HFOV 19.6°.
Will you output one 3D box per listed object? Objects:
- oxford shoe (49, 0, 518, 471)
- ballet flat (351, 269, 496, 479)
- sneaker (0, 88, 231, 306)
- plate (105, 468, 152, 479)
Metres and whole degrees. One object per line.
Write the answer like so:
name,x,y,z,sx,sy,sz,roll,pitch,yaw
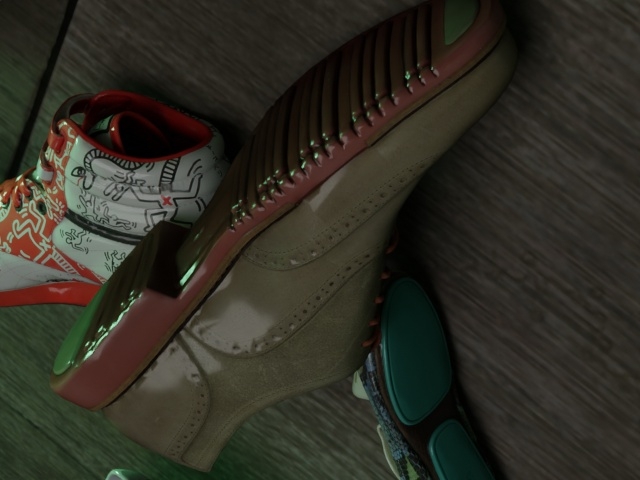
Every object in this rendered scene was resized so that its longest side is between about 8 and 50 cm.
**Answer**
oxford shoe,0.000,0.000,1.040,0.130,0.123,0.348,39,120,-16
ballet flat,0.052,0.103,1.126,0.070,0.070,0.188,-4,115,38
sneaker,-0.166,-0.030,1.181,0.270,0.090,0.145,10,123,28
plate,-0.073,0.305,1.319,0.278,0.045,0.277,50,151,12
